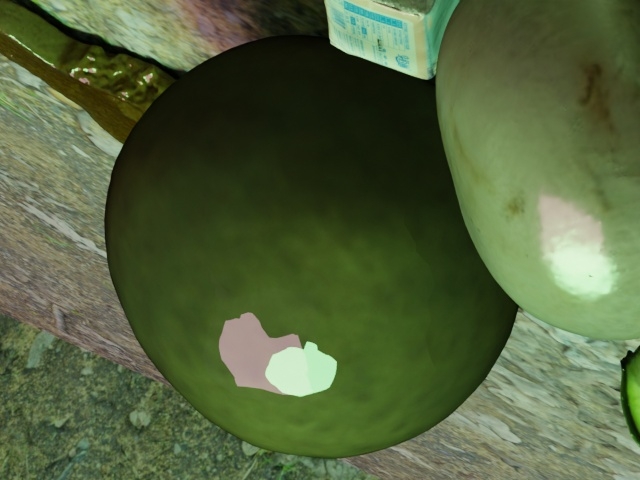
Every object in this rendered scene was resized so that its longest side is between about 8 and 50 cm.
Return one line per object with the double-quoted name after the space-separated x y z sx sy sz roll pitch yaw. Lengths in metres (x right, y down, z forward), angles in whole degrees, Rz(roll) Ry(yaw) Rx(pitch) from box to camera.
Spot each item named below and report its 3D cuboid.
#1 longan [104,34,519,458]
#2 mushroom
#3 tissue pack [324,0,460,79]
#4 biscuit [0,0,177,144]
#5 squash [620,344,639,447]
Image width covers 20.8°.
-0.003 0.001 1.167 0.297 0.297 0.297 26 166 7 "longan"
0.166 -0.059 0.855 0.215 0.207 0.207 -13 154 12 "mushroom"
0.040 -0.140 0.990 0.074 0.058 0.094 23 166 10 "tissue pack"
-0.148 -0.112 1.486 0.320 0.047 0.183 29 164 -6 "biscuit"
0.326 0.136 1.382 0.137 0.137 0.287 22 177 22 "squash"
